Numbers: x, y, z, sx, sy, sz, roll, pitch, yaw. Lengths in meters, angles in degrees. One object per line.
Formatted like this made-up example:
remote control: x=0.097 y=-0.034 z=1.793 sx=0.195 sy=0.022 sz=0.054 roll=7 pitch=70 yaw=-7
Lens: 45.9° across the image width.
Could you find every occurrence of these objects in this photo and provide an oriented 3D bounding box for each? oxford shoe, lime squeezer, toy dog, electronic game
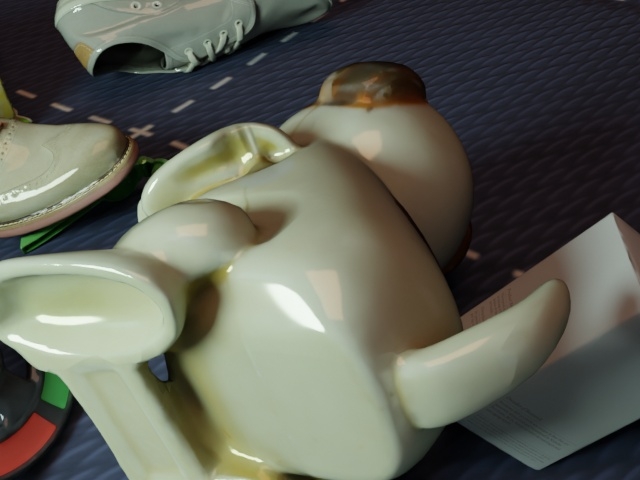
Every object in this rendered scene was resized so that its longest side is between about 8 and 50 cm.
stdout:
oxford shoe: x=-0.417 y=-0.094 z=0.902 sx=0.397 sy=0.146 sz=0.140 roll=-9 pitch=44 yaw=10
lime squeezer: x=-0.215 y=-0.062 z=0.940 sx=0.311 sy=0.058 sz=0.110 roll=-9 pitch=40 yaw=-4
toy dog: x=0.000 y=0.000 z=0.635 sx=0.395 sy=0.284 sz=0.408 roll=-23 pitch=20 yaw=32
oxford shoe: x=-0.189 y=-0.342 z=1.221 sx=0.450 sy=0.169 sz=0.130 roll=-12 pitch=81 yaw=-18
electronic game: x=-0.322 y=0.108 z=0.658 sx=0.048 sy=0.229 sz=0.229 roll=-33 pitch=26 yaw=35

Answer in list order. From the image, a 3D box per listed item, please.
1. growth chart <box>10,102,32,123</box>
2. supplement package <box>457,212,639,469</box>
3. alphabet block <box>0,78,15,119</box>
growth chart: x=-0.516 y=-0.154 z=1.116 sx=0.237 sy=0.021 sz=0.172 roll=25 pitch=49 yaw=32
supplement package: x=0.202 y=0.085 z=0.601 sx=0.105 sy=0.179 sz=0.105 roll=34 pitch=35 yaw=-22
alphabet block: x=-0.586 y=-0.246 z=1.073 sx=0.197 sy=0.193 sz=0.192 roll=-30 pitch=45 yaw=-24
